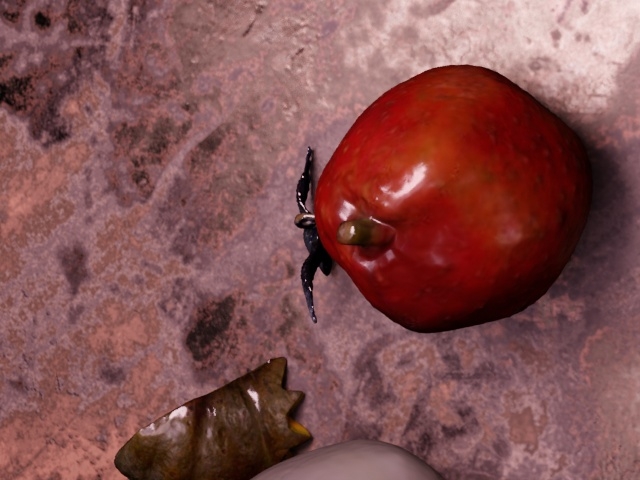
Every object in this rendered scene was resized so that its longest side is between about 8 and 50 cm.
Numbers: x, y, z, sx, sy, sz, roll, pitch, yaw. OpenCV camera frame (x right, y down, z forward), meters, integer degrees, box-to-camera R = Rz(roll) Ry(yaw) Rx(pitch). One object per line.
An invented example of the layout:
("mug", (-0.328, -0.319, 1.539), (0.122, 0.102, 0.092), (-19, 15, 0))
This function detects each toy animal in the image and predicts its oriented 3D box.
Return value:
("toy animal", (0.000, 0.000, 1.530), (0.062, 0.108, 0.220), (-21, 58, 28))

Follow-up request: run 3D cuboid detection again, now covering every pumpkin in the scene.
("pumpkin", (-0.131, 0.258, 1.614), (0.254, 0.149, 0.130), (-39, 73, 25))

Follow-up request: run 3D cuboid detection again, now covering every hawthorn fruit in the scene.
("hawthorn fruit", (0.118, -0.037, 1.353), (0.265, 0.307, 0.265), (7, 102, 32))

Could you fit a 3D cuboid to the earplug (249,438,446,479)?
("earplug", (0.043, 0.415, 1.462), (0.312, 0.312, 0.394), (-21, 88, 27))
